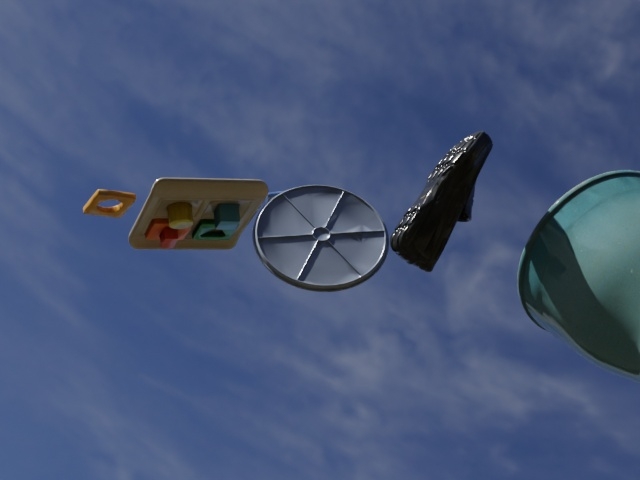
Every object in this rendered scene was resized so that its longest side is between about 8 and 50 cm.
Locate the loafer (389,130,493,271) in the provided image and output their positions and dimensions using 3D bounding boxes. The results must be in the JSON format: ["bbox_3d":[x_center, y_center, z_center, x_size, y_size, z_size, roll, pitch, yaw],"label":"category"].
[{"bbox_3d":[0.182,-0.056,1.885,0.078,0.223,0.076,39,-18,-15],"label":"loafer"}]

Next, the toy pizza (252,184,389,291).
[{"bbox_3d":[0.000,0.000,1.962,0.201,0.201,0.032,21,-39,10],"label":"toy pizza"}]

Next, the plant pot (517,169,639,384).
[{"bbox_3d":[0.454,0.080,1.838,0.255,0.271,0.271,49,-14,51],"label":"plant pot"}]

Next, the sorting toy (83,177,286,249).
[{"bbox_3d":[-0.190,-0.028,2.054,0.348,0.047,0.196,0,-28,-20],"label":"sorting toy"}]
